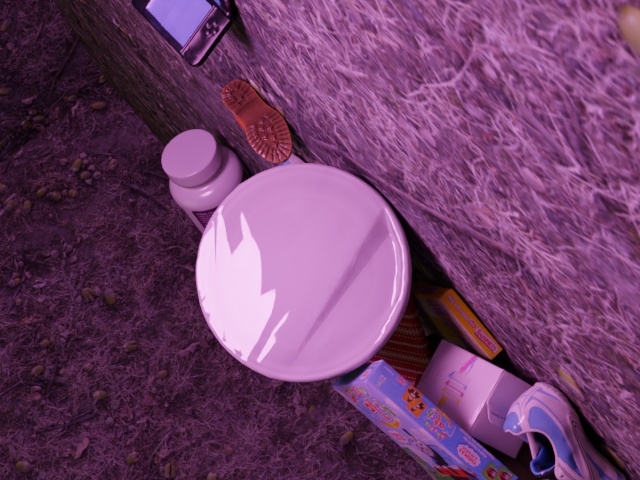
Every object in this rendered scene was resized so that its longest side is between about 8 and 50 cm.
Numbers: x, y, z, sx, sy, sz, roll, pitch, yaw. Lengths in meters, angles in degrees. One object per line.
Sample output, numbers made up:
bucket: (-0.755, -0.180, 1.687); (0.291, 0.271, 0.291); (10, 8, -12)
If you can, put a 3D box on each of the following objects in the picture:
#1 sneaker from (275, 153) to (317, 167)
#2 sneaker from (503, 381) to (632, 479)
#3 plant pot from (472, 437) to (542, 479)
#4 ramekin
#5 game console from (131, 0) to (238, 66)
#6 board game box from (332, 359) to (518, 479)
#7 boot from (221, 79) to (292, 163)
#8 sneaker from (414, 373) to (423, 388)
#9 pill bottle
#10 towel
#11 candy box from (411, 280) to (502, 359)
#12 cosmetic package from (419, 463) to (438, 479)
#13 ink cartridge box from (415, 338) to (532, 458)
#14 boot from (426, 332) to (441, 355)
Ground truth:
sneaker: (-0.029, -0.074, 1.376); (0.063, 0.073, 0.162); (54, 168, -29)
sneaker: (0.299, 0.271, 1.099); (0.237, 0.086, 0.085); (50, 171, -13)
plant pot: (0.305, 0.325, 1.236); (0.237, 0.110, 0.237); (50, 173, 8)
ramekin: (-0.011, 0.046, 1.189); (0.273, 0.273, 0.127); (48, -177, 17)
game console: (-0.173, -0.297, 1.100); (0.144, 0.124, 0.085); (48, -161, 22)
board game box: (0.122, 0.231, 1.147); (0.211, 0.039, 0.160); (42, 163, -3)
boot: (-0.079, -0.158, 1.349); (0.158, 0.059, 0.084); (56, 180, 31)
sneaker: (0.165, 0.273, 1.325); (0.088, 0.092, 0.225); (9, 151, 28)
pill bottle: (-0.228, -0.106, 2.051); (0.169, 0.169, 0.301); (45, 171, 35)
towel: (0.083, 0.157, 1.381); (0.199, 0.031, 0.275); (9, 137, 35)
candy box: (0.168, 0.102, 1.256); (0.105, 0.027, 0.206); (51, 173, -8)
cosmetic package: (0.193, 0.328, 1.814); (0.224, 0.138, 0.224); (44, 169, 38)
ink cartridge box: (0.202, 0.198, 1.165); (0.092, 0.090, 0.143); (30, 176, -32)
boot: (0.232, 0.248, 1.508); (0.161, 0.083, 0.246); (58, 177, 37)
